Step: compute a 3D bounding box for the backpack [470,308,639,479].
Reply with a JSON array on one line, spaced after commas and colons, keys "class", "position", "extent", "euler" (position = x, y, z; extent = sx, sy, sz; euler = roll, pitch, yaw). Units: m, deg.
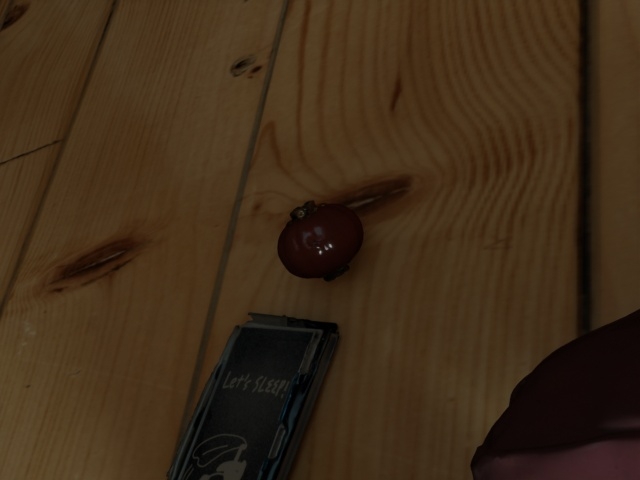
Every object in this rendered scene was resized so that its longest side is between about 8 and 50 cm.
[{"class": "backpack", "position": [0.250, 0.126, 0.490], "extent": [0.317, 0.283, 0.197], "euler": [-23, 84, 34]}]

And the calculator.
[{"class": "calculator", "position": [-0.084, 0.206, 0.889], "extent": [0.165, 0.028, 0.274], "euler": [0, 61, 45]}]

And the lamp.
[{"class": "lamp", "position": [0.000, 0.000, 0.912], "extent": [0.101, 0.090, 0.101], "euler": [-26, 9, 5]}]
